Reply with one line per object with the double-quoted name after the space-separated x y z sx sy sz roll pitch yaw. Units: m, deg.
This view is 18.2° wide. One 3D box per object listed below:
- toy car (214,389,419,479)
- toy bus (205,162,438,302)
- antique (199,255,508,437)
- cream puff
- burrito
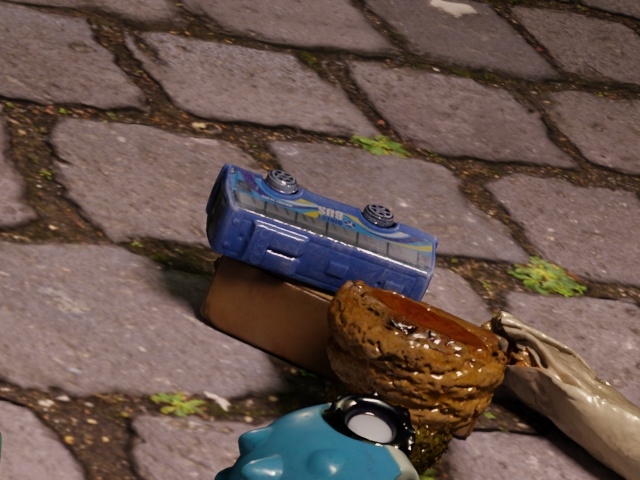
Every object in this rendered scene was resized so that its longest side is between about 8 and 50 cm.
0.005 0.252 1.634 0.190 0.188 0.255 -6 40 -30 "toy car"
0.001 -0.001 2.020 0.236 0.079 0.094 18 26 -10 "toy bus"
0.033 0.091 2.059 0.310 0.087 0.093 23 25 3 "antique"
0.066 0.147 1.914 0.183 0.169 0.183 24 8 -4 "cream puff"
0.314 0.198 2.061 0.392 0.076 0.117 36 -9 21 "burrito"
